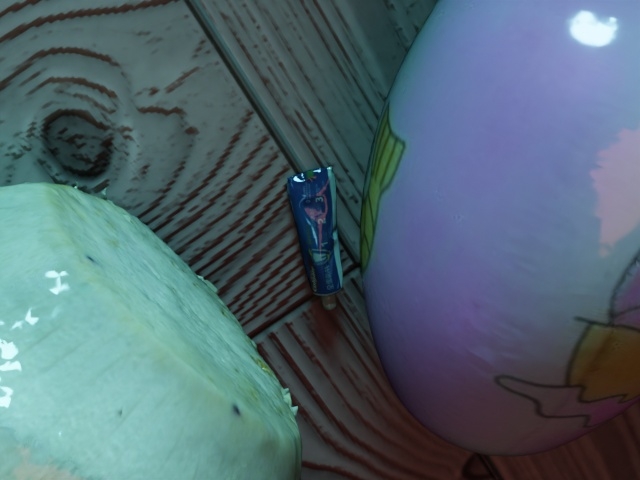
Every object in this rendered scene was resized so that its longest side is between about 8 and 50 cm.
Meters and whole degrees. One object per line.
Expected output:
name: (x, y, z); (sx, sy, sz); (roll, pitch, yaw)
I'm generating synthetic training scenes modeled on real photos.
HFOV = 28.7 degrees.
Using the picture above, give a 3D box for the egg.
egg: (0.116, -0.017, 0.609); (0.196, 0.196, 0.271); (6, 105, -23)

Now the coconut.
coconut: (-0.145, 0.112, 0.552); (0.247, 0.245, 0.245); (-45, 122, 5)

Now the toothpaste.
toothpaste: (0.000, 0.000, 0.680); (0.027, 0.019, 0.083); (-8, 116, 3)
